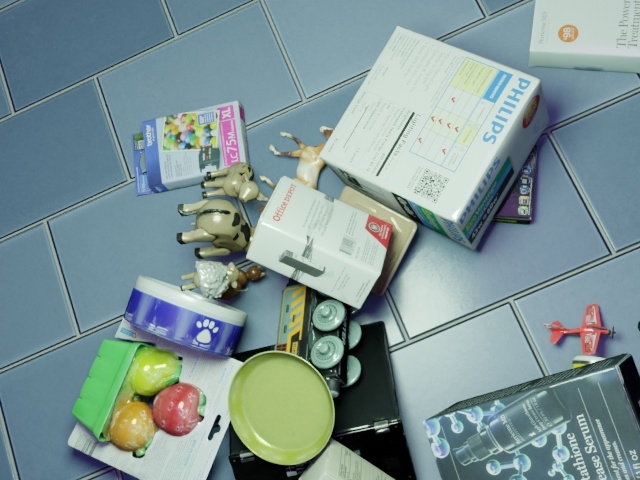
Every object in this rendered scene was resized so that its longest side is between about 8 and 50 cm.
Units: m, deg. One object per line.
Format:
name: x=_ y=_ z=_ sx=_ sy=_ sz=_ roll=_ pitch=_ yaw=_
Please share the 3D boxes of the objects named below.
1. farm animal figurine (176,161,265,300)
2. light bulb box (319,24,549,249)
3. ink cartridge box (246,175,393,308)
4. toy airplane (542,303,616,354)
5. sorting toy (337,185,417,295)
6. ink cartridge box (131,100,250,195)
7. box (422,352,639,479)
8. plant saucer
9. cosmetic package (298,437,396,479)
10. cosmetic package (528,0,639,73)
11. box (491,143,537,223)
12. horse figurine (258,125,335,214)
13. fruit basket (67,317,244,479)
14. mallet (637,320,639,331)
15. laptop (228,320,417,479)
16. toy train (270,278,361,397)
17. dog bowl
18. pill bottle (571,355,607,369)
farm animal figurine: x=-0.197 y=-0.033 z=1.800 sx=0.172 sy=0.327 sz=0.330 roll=-8 pitch=84 yaw=14
light bulb box: x=0.258 y=-0.228 z=1.766 sx=0.361 sy=0.225 sz=0.357 roll=29 pitch=87 yaw=27
ink cartridge box: x=0.000 y=0.000 z=1.709 sx=0.273 sy=0.197 sz=0.114 roll=25 pitch=126 yaw=-3
toy airplane: x=0.559 y=0.197 z=1.711 sx=0.151 sy=0.028 sz=0.151 roll=-10 pitch=38 yaw=8
sorting toy: x=0.103 y=0.000 z=1.852 sx=0.208 sy=0.038 sz=0.193 roll=31 pitch=104 yaw=21
ink cartridge box: x=-0.340 y=-0.233 z=2.015 sx=0.311 sy=0.065 sz=0.185 roll=-12 pitch=73 yaw=10
box: x=0.448 y=0.421 z=1.531 sx=0.396 sy=0.212 sz=0.293 roll=-24 pitch=78 yaw=26
plant saucer: x=-0.078 y=0.345 z=1.648 sx=0.241 sy=0.037 sz=0.240 roll=2 pitch=95 yaw=21
cosmetic package: x=0.102 y=0.557 z=1.609 sx=0.296 sy=0.153 sz=0.129 roll=35 pitch=104 yaw=-3
cosmetic package: x=0.661 y=-0.593 z=1.884 sx=0.285 sy=0.097 sz=0.377 roll=6 pitch=77 yaw=16
box: x=0.404 y=-0.138 z=1.844 sx=0.184 sy=0.045 sz=0.190 roll=6 pitch=76 yaw=12
horse figurine: x=-0.057 y=-0.165 z=1.936 sx=0.175 sy=0.066 sz=0.263 roll=16 pitch=78 yaw=20
fruit basket: x=-0.367 y=0.378 z=1.810 sx=0.353 sy=0.165 sz=0.326 roll=19 pitch=80 yaw=13
mallet: x=0.713 y=0.253 z=1.670 sx=0.039 sy=0.062 sz=0.189 roll=-11 pitch=74 yaw=10
laptop: x=0.008 y=0.446 z=1.789 sx=0.382 sy=0.236 sz=0.407 roll=-14 pitch=102 yaw=8
toy train: x=-0.013 y=0.199 z=1.765 sx=0.190 sy=0.142 sz=0.333 roll=-11 pitch=53 yaw=21
dog bowl: x=-0.305 y=0.171 z=1.793 sx=0.265 sy=0.265 sz=0.104 roll=19 pitch=86 yaw=16
pill bottle: x=0.570 y=0.339 z=1.655 sx=0.103 sy=0.103 sz=0.184 roll=9 pitch=78 yaw=14
